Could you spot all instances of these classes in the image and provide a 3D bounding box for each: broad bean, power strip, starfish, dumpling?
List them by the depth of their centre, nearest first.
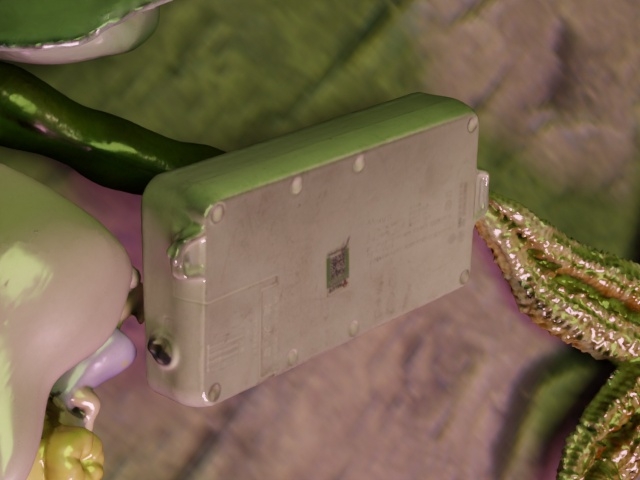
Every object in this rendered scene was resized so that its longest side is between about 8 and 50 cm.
[{"bbox_3d":[-0.131,-0.129,0.886,0.219,0.108,0.153,-21,62,-15],"label":"dumpling"},{"bbox_3d":[0.000,0.000,0.952,0.270,0.046,0.118,-22,121,-48],"label":"power strip"},{"bbox_3d":[-0.086,-0.046,0.953,0.256,0.052,0.053,14,71,-32],"label":"broad bean"},{"bbox_3d":[0.251,0.072,1.124,0.357,0.078,0.347,-9,79,-20],"label":"starfish"}]

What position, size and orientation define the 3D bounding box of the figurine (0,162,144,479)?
[{"bbox_3d":[-0.188,0.087,0.845,0.235,0.127,0.155,-60,140,-19],"label":"figurine"}]
